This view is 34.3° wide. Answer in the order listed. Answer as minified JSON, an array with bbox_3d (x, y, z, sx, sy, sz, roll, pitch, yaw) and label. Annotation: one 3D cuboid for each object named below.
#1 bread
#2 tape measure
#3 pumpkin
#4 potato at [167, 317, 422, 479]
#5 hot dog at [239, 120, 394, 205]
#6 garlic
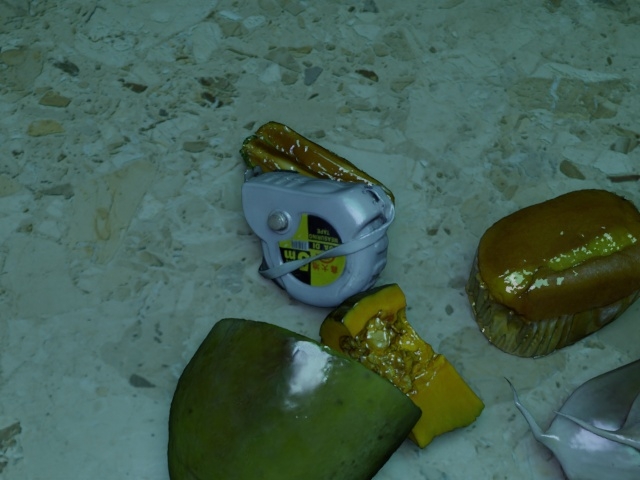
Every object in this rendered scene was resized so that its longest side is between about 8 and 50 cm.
[{"bbox_3d":[0.365,0.042,1.563,0.288,0.156,0.204,-18,68,-11],"label":"bread"},{"bbox_3d":[0.000,0.000,1.529,0.236,0.197,0.120,9,20,26],"label":"tape measure"},{"bbox_3d":[0.107,0.182,1.504,0.131,0.126,0.248,-34,95,-30],"label":"pumpkin"},{"bbox_3d":[-0.081,0.263,1.352,0.330,0.213,0.280,21,77,20],"label":"potato"},{"bbox_3d":[-0.003,-0.098,1.627,0.269,0.072,0.115,33,64,12],"label":"hot dog"},{"bbox_3d":[0.475,0.244,1.450,0.339,0.231,0.246,-11,71,-16],"label":"garlic"}]
